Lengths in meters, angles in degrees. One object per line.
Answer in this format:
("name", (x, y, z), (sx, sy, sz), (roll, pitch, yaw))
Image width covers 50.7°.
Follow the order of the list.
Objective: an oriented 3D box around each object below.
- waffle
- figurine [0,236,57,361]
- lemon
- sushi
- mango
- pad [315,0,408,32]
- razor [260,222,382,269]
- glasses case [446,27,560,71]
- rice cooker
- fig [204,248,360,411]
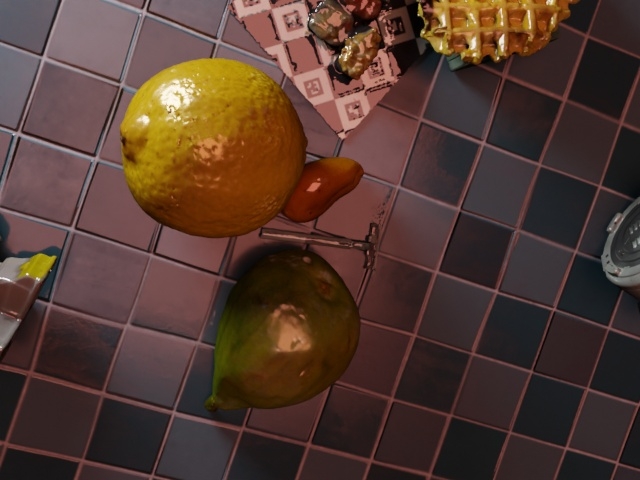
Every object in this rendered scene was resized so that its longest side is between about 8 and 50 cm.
("waffle", (0.272, -0.440, 1.124), (0.307, 0.060, 0.311), (-32, 80, -13))
("figurine", (-0.579, 0.064, 1.005), (0.285, 0.342, 0.167), (29, 134, -14))
("lemon", (-0.160, -0.135, 1.013), (0.293, 0.293, 0.293), (-1, 97, -10))
("sushi", (0.043, -0.375, 1.127), (0.292, 0.059, 0.294), (-46, 103, -2))
("mango", (-0.003, -0.097, 1.135), (0.159, 0.105, 0.084), (-38, 76, -17))
("pad", (0.069, -0.409, 1.159), (0.157, 0.003, 0.112), (-11, 98, -9))
("razor", (0.001, 0.000, 1.176), (0.211, 0.036, 0.084), (7, 93, -12))
("glasses case", (0.316, -0.341, 1.174), (0.184, 0.078, 0.039), (-18, 96, -8))
("rice cooker", (0.656, 0.030, 1.202), (0.227, 0.241, 0.280), (31, 123, -8))
("fig", (-0.059, 0.177, 1.120), (0.233, 0.233, 0.314), (7, 123, -11))
